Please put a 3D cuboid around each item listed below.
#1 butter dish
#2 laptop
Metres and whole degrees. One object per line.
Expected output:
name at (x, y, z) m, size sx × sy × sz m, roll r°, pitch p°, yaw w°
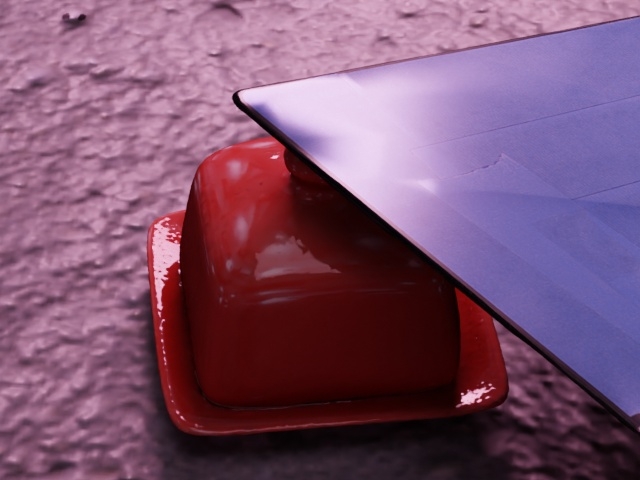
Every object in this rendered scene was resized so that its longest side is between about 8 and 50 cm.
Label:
butter dish at (0.000, 0.000, 0.922) m, size 0.160 × 0.118 × 0.160 m, roll -5°, pitch 42°, yaw -6°
laptop at (0.256, -0.066, 0.845) m, size 0.382 × 0.408 × 0.236 m, roll -16°, pitch 79°, yaw -43°
